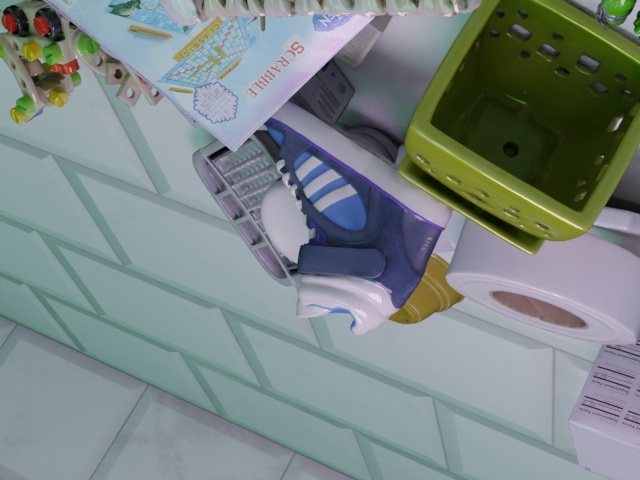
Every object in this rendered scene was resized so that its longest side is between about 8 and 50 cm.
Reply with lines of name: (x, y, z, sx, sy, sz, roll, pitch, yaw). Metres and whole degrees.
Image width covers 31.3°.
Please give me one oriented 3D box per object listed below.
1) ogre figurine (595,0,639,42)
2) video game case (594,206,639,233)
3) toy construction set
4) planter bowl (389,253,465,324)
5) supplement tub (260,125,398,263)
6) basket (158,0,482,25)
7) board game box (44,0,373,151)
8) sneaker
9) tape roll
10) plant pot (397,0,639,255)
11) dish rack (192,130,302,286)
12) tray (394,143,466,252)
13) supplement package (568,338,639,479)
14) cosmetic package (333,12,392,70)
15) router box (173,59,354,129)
ogre figurine: (0.354, -0.236, 1.103, 0.197, 0.097, 0.118, 33, -179, 34)
video game case: (0.334, -0.035, 1.491, 0.227, 0.026, 0.206, 12, -177, 36)
toy construction set: (-0.409, -0.287, 1.837, 0.327, 0.151, 0.215, 4, 122, 33)
planter bowl: (0.141, 0.086, 2.023, 0.217, 0.090, 0.217, 26, 157, 12)
supplement tub: (0.022, -0.068, 1.667, 0.144, 0.199, 0.144, 24, 136, 25)
basket: (0.026, -0.371, 0.840, 0.266, 0.328, 0.331, 8, 130, 32)
board game box: (-0.124, -0.307, 1.373, 0.318, 0.066, 0.318, 39, 126, -18)
sneaker: (-0.004, -0.022, 1.484, 0.322, 0.236, 0.130, 36, -171, 28)
tape roll: (0.328, 0.057, 1.634, 0.286, 0.100, 0.286, 20, 169, 4)
plant pot: (0.229, -0.127, 1.313, 0.228, 0.227, 0.207, 31, 164, 3)
dish rack: (-0.071, -0.064, 1.886, 0.286, 0.072, 0.333, 56, 159, -8)
tray: (0.158, -0.065, 1.646, 0.145, 0.030, 0.270, -6, 146, -12)
supplement package: (0.506, 0.262, 1.798, 0.149, 0.203, 0.194, 17, 155, 28)
cosmetic package: (0.046, -0.270, 1.461, 0.060, 0.041, 0.115, 33, 157, -6)
router box: (-0.159, -0.293, 1.609, 0.301, 0.082, 0.335, 8, 149, 43)
